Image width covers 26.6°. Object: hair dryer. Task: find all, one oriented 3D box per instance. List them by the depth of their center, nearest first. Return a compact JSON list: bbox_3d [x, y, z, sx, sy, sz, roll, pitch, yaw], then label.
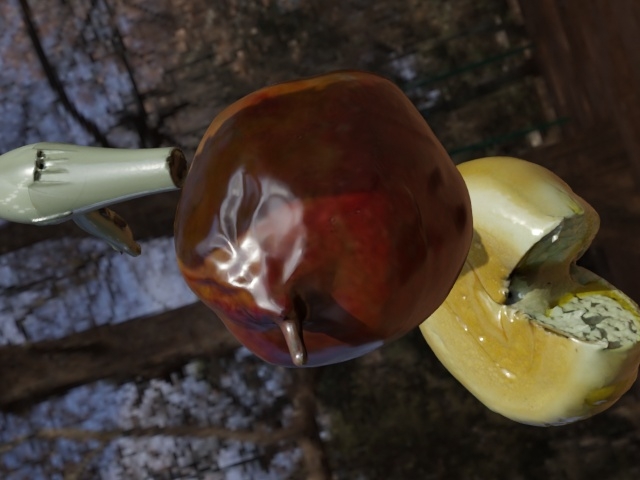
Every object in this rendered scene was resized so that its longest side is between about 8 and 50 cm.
[{"bbox_3d":[-0.203,-0.042,1.367,0.225,0.219,0.088,26,-120,-43],"label":"hair dryer"}]

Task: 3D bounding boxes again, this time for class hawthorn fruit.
[{"bbox_3d":[0.000,0.000,0.929,0.248,0.208,0.208,-71,-39,-61],"label":"hawthorn fruit"}]

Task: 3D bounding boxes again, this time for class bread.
[{"bbox_3d":[0.240,0.057,1.601,0.160,0.333,0.333,-24,-83,-37],"label":"bread"}]
